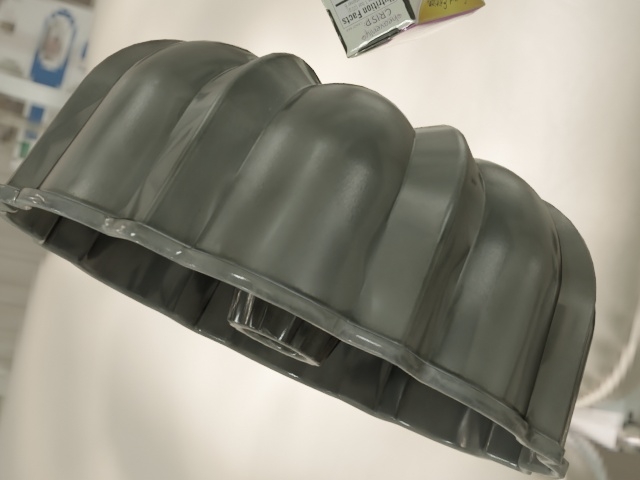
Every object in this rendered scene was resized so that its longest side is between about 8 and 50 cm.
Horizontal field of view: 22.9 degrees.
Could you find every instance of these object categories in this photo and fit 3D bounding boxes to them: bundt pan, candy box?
[{"bbox_3d":[0.000,0.000,0.828,0.330,0.331,0.124,15,76,48],"label":"bundt pan"},{"bbox_3d":[0.033,-0.273,1.276,0.071,0.159,0.233,-23,93,29],"label":"candy box"}]
